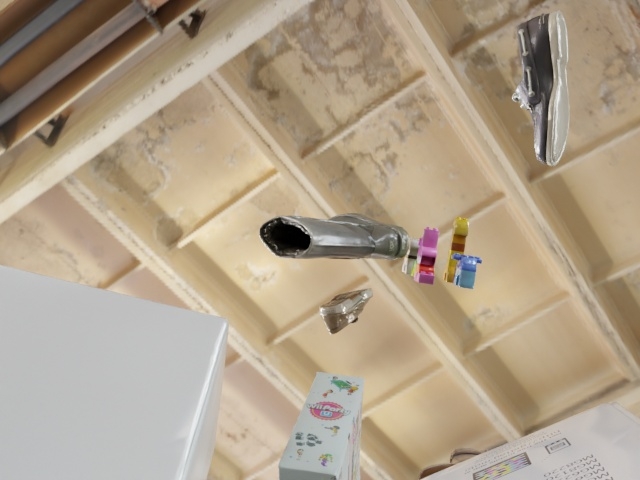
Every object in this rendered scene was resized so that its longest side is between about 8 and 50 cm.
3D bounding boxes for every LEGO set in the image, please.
[{"bbox_3d":[0.171,0.011,1.025,0.086,0.227,0.093,9,-89,0],"label":"LEGO set"}]

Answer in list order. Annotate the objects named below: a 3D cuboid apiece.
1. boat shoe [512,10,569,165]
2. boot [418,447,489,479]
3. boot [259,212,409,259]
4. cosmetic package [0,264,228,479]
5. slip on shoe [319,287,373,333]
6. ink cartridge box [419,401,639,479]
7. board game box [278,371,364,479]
[{"bbox_3d":[0.292,-0.199,0.987,0.064,0.206,0.075,-1,-5,32],"label":"boat shoe"},{"bbox_3d":[0.146,0.232,0.740,0.118,0.087,0.042,16,-85,-8],"label":"boot"},{"bbox_3d":[-0.001,-0.002,1.050,0.208,0.189,0.076,-6,-86,-41],"label":"boot"},{"bbox_3d":[-0.322,0.300,0.966,0.329,0.328,0.394,14,-40,-1],"label":"cosmetic package"},{"bbox_3d":[0.041,0.100,1.079,0.051,0.135,0.041,-11,-86,24],"label":"slip on shoe"},{"bbox_3d":[0.147,0.243,0.269,0.130,0.272,0.310,-25,-98,7],"label":"ink cartridge box"},{"bbox_3d":[0.008,0.393,1.241,0.097,0.303,0.224,5,-72,10],"label":"board game box"}]
